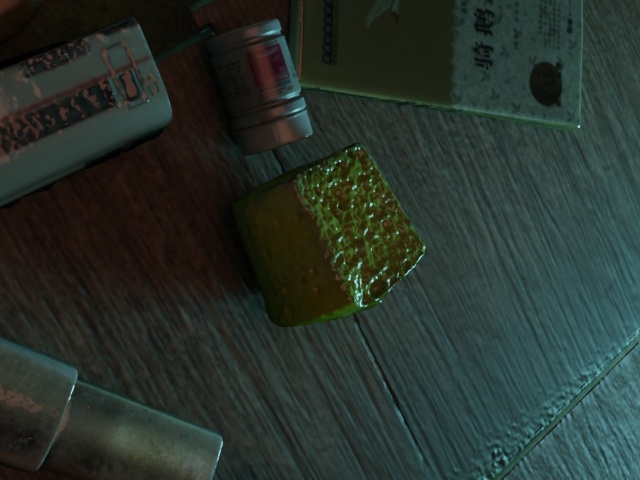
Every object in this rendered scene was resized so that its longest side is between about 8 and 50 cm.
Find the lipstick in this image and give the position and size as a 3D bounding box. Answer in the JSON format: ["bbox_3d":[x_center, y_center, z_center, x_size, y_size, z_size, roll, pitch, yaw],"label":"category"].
[{"bbox_3d":[-0.187,0.113,0.747,0.253,0.079,0.077,28,75,-28],"label":"lipstick"}]

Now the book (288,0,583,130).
[{"bbox_3d":[0.111,-0.218,0.981,0.310,0.021,0.217,4,87,-33],"label":"book"}]

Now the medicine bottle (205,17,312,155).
[{"bbox_3d":[-0.045,-0.115,0.856,0.058,0.058,0.091,-24,101,-31],"label":"medicine bottle"}]

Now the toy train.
[{"bbox_3d":[-0.282,-0.026,0.690,0.407,0.086,0.088,-29,107,-29],"label":"toy train"}]

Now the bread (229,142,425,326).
[{"bbox_3d":[0.000,0.000,0.853,0.129,0.111,0.114,-32,102,-48],"label":"bread"}]

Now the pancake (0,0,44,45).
[{"bbox_3d":[-0.277,-0.218,0.716,0.242,0.050,0.242,1,88,-32],"label":"pancake"}]
